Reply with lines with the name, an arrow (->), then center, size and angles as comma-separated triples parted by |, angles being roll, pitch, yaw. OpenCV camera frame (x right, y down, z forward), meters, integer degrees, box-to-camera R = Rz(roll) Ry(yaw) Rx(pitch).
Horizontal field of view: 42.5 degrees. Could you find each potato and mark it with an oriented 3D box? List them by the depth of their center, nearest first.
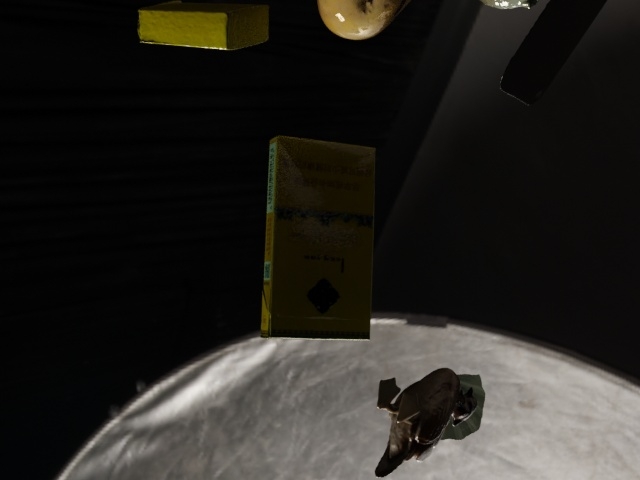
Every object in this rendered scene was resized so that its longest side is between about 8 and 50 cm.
potato -> 0.069, -0.349, 1.061 | 0.146, 0.234, 0.150 | 15, 135, 24

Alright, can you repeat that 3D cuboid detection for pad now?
pad -> 0.363, -0.387, 1.204 | 0.063, 0.315, 0.375 | 38, 106, 21

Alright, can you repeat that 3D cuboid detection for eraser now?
eraser -> -0.134, -0.251, 0.954 | 0.122, 0.097, 0.045 | 10, 114, 23

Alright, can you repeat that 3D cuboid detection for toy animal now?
toy animal -> 0.152, 0.275, 1.222 | 0.089, 0.179, 0.188 | 32, 93, 48

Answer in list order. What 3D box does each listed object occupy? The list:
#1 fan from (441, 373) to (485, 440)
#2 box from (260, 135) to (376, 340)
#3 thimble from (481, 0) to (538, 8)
fan -> 0.246, 0.304, 1.532 | 0.009, 0.240, 0.131 | -37, 75, 41
box -> 0.000, -0.001, 1.148 | 0.041, 0.153, 0.278 | 171, 102, -66
thimble -> 0.183, -0.267, 0.788 | 0.110, 0.084, 0.062 | -89, -26, -54
